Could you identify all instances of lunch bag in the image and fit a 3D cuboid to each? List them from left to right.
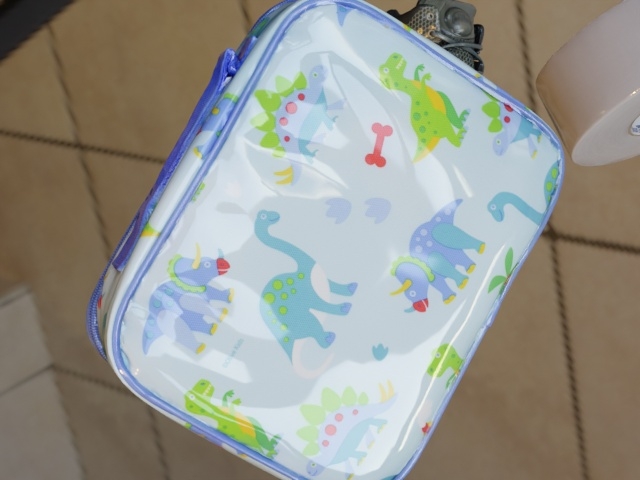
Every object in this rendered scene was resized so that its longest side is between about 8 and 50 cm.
[{"bbox_3d":[0.000,0.000,0.778,0.176,0.219,0.090,30,176,-15],"label":"lunch bag"}]

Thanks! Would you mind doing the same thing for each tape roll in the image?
[{"bbox_3d":[0.291,-0.146,1.332,0.219,0.219,0.072,-46,65,52],"label":"tape roll"}]

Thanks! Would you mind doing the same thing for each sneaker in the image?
[{"bbox_3d":[0.108,-0.125,1.345,0.227,0.087,0.130,46,113,43],"label":"sneaker"}]
